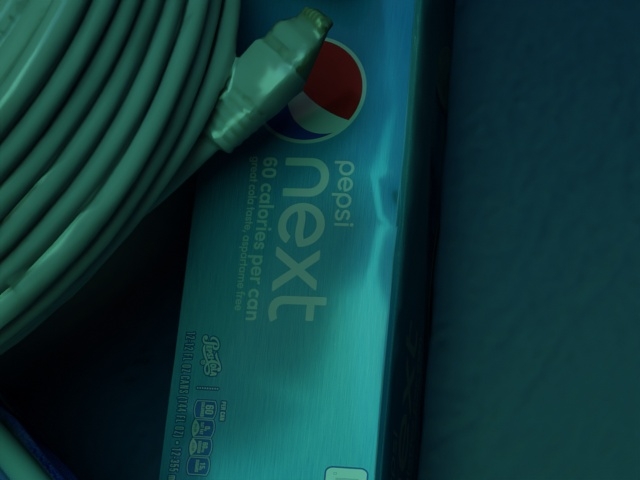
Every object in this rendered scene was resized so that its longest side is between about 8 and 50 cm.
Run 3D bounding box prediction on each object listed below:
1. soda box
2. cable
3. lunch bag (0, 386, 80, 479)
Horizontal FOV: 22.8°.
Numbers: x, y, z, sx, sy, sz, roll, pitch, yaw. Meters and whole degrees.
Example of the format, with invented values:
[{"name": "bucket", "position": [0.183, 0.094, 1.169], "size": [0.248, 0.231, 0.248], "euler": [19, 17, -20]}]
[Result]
[{"name": "soda box", "position": [0.000, 0.000, 0.501], "size": [0.067, 0.071, 0.210], "euler": [3, 72, 13]}, {"name": "cable", "position": [-0.153, -0.062, 0.473], "size": [0.257, 0.089, 0.257], "euler": [32, 76, 32]}, {"name": "lunch bag", "position": [-0.130, 0.134, 0.475], "size": [0.176, 0.090, 0.219], "euler": [-45, 69, -4]}]
